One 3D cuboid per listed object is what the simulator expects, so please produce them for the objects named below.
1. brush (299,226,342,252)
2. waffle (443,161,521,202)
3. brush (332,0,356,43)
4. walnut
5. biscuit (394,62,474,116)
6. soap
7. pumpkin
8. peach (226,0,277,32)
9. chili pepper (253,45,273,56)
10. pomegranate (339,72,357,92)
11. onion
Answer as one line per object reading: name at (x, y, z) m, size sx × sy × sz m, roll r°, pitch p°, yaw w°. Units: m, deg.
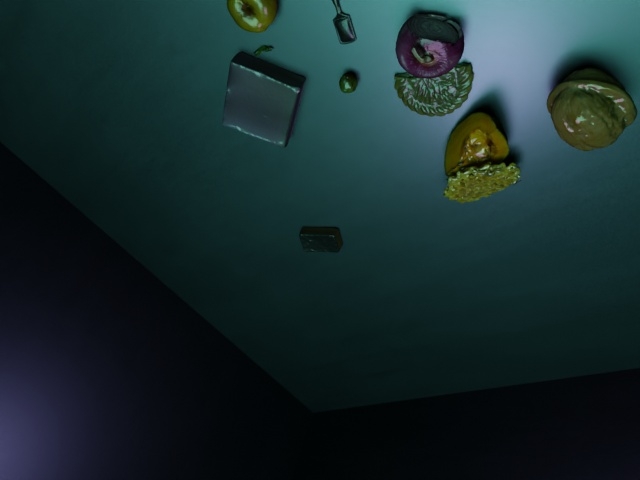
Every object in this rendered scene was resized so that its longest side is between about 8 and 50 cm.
brush at (0.000, 0.000, 2.410) m, size 0.197 × 0.059 × 0.123 m, roll 1°, pitch 134°, yaw 22°
waffle at (0.601, -0.218, 1.884) m, size 0.280 × 0.060 × 0.262 m, roll -10°, pitch 160°, yaw 13°
brush at (0.065, -0.752, 1.680) m, size 0.063 × 0.016 × 0.193 m, roll -5°, pitch 130°, yaw 25°
walnut at (0.829, -0.406, 1.550) m, size 0.257 × 0.224 × 0.257 m, roll 25°, pitch 166°, yaw 7°
biscuit at (0.402, -0.516, 1.757) m, size 0.273 × 0.036 × 0.187 m, roll -4°, pitch 130°, yaw 26°
soap at (-0.225, -0.536, 1.947) m, size 0.285 × 0.107 × 0.296 m, roll 24°, pitch 137°, yaw 0°
pumpkin at (0.579, -0.356, 1.797) m, size 0.169 × 0.148 × 0.312 m, roll -1°, pitch 160°, yaw -21°
peach at (-0.230, -0.796, 1.699) m, size 0.179 × 0.103 × 0.179 m, roll 14°, pitch 134°, yaw 15°
chili pepper at (-0.211, -0.700, 1.844) m, size 0.083 × 0.022 × 0.027 m, roll -7°, pitch 96°, yaw 29°
pomegranate at (0.101, -0.570, 1.816) m, size 0.073 × 0.084 × 0.073 m, roll 2°, pitch 107°, yaw 6°
onion at (0.345, -0.609, 1.604) m, size 0.207 × 0.200 × 0.200 m, roll -14°, pitch 133°, yaw -8°
